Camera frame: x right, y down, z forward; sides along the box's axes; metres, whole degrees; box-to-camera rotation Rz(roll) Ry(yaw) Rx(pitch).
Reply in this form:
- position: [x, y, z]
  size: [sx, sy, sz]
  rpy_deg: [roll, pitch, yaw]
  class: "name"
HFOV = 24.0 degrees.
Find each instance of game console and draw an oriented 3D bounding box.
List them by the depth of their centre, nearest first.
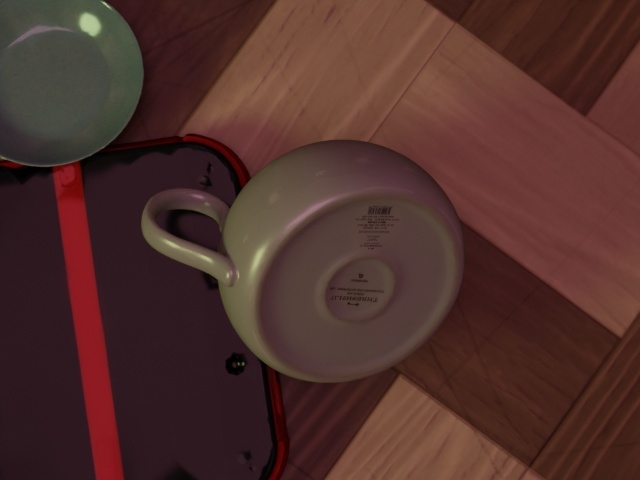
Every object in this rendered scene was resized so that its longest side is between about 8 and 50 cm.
- position: [-0.220, 0.097, 1.525]
  size: [0.341, 0.060, 0.387]
  rpy_deg: [-8, 87, 1]
  class: "game console"

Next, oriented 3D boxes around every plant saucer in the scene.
- position: [-0.275, -0.163, 1.526]
  size: [0.194, 0.037, 0.195]
  rpy_deg: [0, 75, -1]
  class: "plant saucer"

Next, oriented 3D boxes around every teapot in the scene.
- position: [0.000, 0.000, 1.444]
  size: [0.252, 0.187, 0.256]
  rpy_deg: [-37, 128, 2]
  class: "teapot"
